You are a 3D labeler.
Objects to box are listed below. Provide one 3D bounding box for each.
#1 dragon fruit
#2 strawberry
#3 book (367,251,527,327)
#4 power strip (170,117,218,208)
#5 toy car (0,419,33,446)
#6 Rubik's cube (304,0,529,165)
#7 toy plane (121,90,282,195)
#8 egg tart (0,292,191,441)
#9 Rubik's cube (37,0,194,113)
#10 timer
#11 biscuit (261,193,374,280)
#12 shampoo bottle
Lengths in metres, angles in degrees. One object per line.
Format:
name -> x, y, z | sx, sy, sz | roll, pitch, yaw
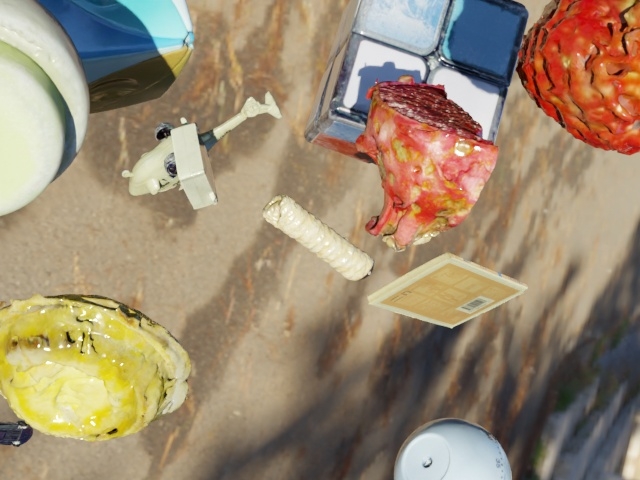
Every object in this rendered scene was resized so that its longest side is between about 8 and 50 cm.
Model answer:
dragon fruit -> 0.112, -0.086, 1.157 | 0.262, 0.134, 0.211 | -110, -154, -67
strawberry -> 0.361, -0.244, 0.979 | 0.351, 0.312, 0.267 | -91, 164, -58
book -> 0.214, 0.087, 1.512 | 0.242, 0.170, 0.018 | 21, 47, -46
power strip -> -0.191, -0.126, 1.358 | 0.075, 0.042, 0.175 | 71, 2, -50
toy car -> -0.502, 0.306, 1.453 | 0.093, 0.025, 0.041 | 15, 102, -50
Rubik's cube -> 0.172, -0.310, 1.751 | 0.313, 0.316, 0.318 | 162, -54, -80
toy plane -> -0.199, -0.154, 1.497 | 0.108, 0.286, 0.092 | 37, 23, -50
egg tart -> -0.300, 0.172, 1.146 | 0.095, 0.279, 0.278 | -90, 172, -45
Rubik's cube -> -0.503, -0.488, 1.993 | 0.348, 0.352, 0.351 | -15, 85, -23
timer -> 0.196, 0.357, 1.256 | 0.175, 0.175, 0.255 | -57, 133, -41
biscuit -> 0.000, 0.000, 1.531 | 0.219, 0.061, 0.055 | 38, 31, -25
shampoo bottle -> -0.494, -0.210, 1.300 | 0.317, 0.323, 0.322 | -102, -177, -50
